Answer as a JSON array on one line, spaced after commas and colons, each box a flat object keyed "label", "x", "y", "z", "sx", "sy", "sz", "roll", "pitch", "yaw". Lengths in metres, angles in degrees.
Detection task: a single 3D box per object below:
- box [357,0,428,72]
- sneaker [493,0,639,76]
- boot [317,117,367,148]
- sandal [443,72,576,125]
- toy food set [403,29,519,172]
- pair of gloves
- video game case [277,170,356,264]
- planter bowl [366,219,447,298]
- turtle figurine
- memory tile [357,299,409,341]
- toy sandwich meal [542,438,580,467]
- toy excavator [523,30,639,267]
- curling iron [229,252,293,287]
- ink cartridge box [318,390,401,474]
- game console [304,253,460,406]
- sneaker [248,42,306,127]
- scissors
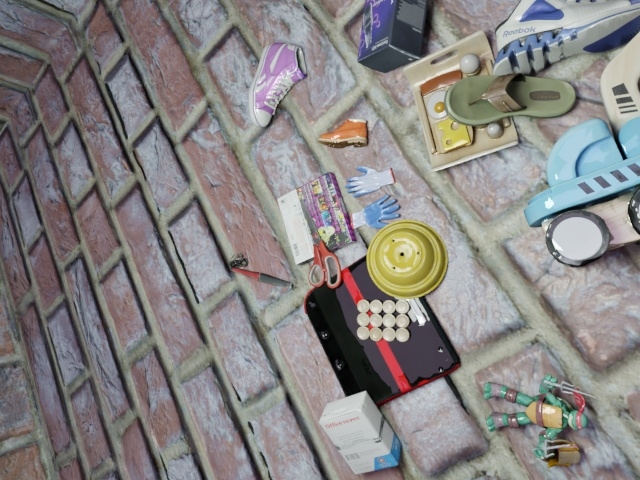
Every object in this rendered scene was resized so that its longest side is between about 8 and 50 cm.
[{"label": "box", "x": 0.196, "y": -0.586, "z": 1.159, "sx": 0.153, "sy": 0.108, "sz": 0.207, "roll": 7, "pitch": 90, "yaw": 60}, {"label": "sneaker", "x": 0.540, "y": -0.503, "z": 0.961, "sx": 0.316, "sy": 0.127, "sz": 0.182, "roll": -12, "pitch": 74, "yaw": 24}, {"label": "boot", "x": 0.067, "y": -0.324, "z": 1.287, "sx": 0.158, "sy": 0.059, "sz": 0.084, "roll": 2, "pitch": 85, "yaw": 23}, {"label": "sandal", "x": 0.434, "y": -0.338, "z": 0.976, "sx": 0.303, "sy": 0.086, "sz": 0.120, "roll": -5, "pitch": 82, "yaw": 2}, {"label": "toy food set", "x": 0.350, "y": -0.346, "z": 1.092, "sx": 0.220, "sy": 0.092, "sz": 0.306, "roll": -17, "pitch": 78, "yaw": 29}, {"label": "pair of gloves", "x": 0.148, "y": -0.127, "z": 1.243, "sx": 0.159, "sy": 0.023, "sz": 0.198, "roll": -13, "pitch": 81, "yaw": 30}, {"label": "video game case", "x": -0.017, "y": -0.065, "z": 1.326, "sx": 0.210, "sy": 0.042, "sz": 0.232, "roll": -25, "pitch": 75, "yaw": 28}, {"label": "planter bowl", "x": 0.219, "y": 0.042, "z": 1.120, "sx": 0.217, "sy": 0.090, "sz": 0.217, "roll": -4, "pitch": 79, "yaw": 18}, {"label": "turtle figurine", "x": 0.491, "y": 0.388, "z": 0.951, "sx": 0.234, "sy": 0.118, "sz": 0.175, "roll": -9, "pitch": 67, "yaw": 46}, {"label": "memory tile", "x": 0.170, "y": 0.217, "z": 1.162, "sx": 0.148, "sy": 0.012, "sz": 0.113, "roll": -3, "pitch": 83, "yaw": 25}, {"label": "toy sandwich meal", "x": 0.532, "y": 0.477, "z": 0.950, "sx": 0.086, "sy": 0.029, "sz": 0.085, "roll": 0, "pitch": 116, "yaw": 0}, {"label": "toy excavator", "x": 0.602, "y": -0.206, "z": 0.856, "sx": 0.433, "sy": 0.222, "sz": 0.445, "roll": -23, "pitch": 76, "yaw": 27}, {"label": "curling iron", "x": -0.206, "y": 0.108, "z": 1.434, "sx": 0.274, "sy": 0.035, "sz": 0.068, "roll": 20, "pitch": 98, "yaw": 31}, {"label": "ink cartridge box", "x": 0.108, "y": 0.520, "z": 1.153, "sx": 0.140, "sy": 0.082, "sz": 0.190, "roll": -28, "pitch": 98, "yaw": 27}, {"label": "game console", "x": 0.150, "y": 0.247, "z": 1.208, "sx": 0.342, "sy": 0.060, "sz": 0.386, "roll": -34, "pitch": 72, "yaw": 19}, {"label": "sneaker", "x": -0.135, "y": -0.504, "z": 1.392, "sx": 0.161, "sy": 0.102, "sz": 0.282, "roll": 15, "pitch": 95, "yaw": 28}, {"label": "scissors", "x": 0.000, "y": 0.000, "z": 1.277, "sx": 0.109, "sy": 0.021, "sz": 0.297, "roll": -14, "pitch": 74, "yaw": 28}]
